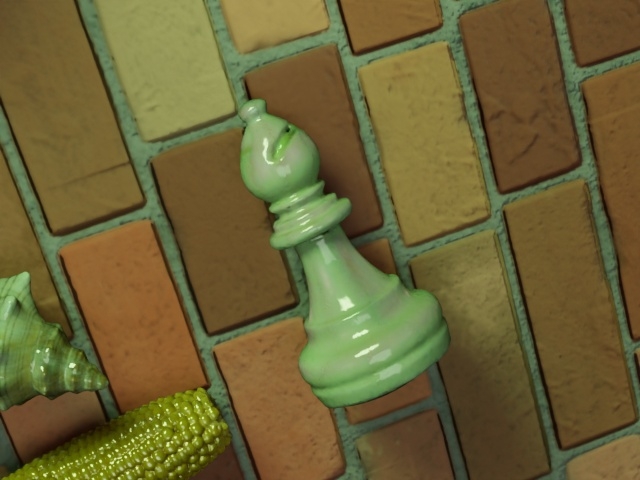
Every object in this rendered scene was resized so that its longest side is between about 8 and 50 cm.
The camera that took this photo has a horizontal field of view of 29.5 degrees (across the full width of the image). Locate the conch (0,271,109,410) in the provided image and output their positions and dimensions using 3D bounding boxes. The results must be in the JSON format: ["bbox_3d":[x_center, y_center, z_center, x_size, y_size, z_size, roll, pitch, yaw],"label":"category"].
[{"bbox_3d":[-0.289,0.094,1.027,0.233,0.114,0.137,1,99,23],"label":"conch"}]

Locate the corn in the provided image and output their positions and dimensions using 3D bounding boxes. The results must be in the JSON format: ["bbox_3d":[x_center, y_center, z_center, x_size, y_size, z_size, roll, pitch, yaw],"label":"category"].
[{"bbox_3d":[-0.202,0.218,1.088,0.260,0.091,0.091,-28,109,-7],"label":"corn"}]

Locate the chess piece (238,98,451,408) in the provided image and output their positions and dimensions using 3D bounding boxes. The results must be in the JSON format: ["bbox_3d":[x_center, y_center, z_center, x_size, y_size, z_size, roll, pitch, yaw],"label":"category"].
[{"bbox_3d":[0.000,0.000,1.061,0.139,0.139,0.272,-28,101,-4],"label":"chess piece"}]
